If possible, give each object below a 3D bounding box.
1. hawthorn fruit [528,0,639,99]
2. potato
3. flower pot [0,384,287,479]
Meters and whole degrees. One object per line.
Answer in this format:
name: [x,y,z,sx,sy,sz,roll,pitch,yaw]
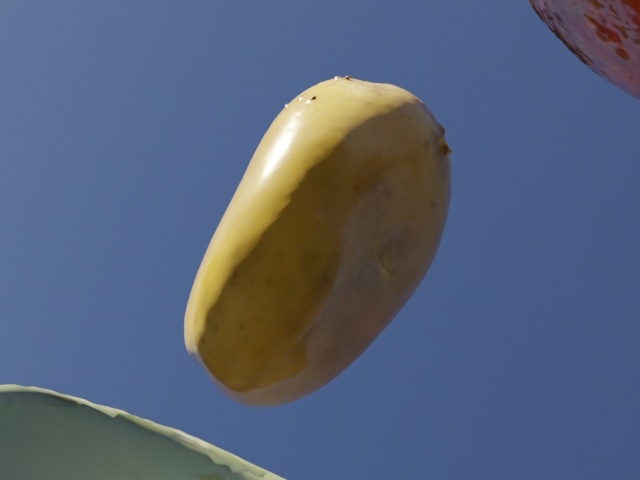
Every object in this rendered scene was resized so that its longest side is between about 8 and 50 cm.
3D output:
hawthorn fruit: [0.171,-0.123,0.620,0.235,0.231,0.263,96,-10,-49]
potato: [0.000,0.000,1.235,0.146,0.150,0.234,7,-122,31]
flower pot: [-0.005,0.175,0.497,0.254,0.367,0.165,21,-110,7]
